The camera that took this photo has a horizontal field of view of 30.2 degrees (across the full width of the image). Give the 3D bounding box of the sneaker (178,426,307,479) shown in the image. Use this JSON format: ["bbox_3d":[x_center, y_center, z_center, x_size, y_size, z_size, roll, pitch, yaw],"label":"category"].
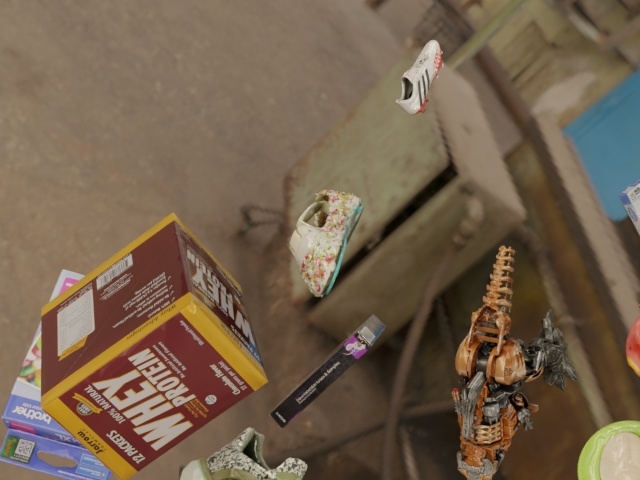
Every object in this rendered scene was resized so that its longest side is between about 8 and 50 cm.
[{"bbox_3d":[-0.083,0.440,1.938,0.158,0.182,0.410,42,-1,-43],"label":"sneaker"}]

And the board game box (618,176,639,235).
[{"bbox_3d":[0.457,-0.048,1.606,0.090,0.020,0.090,-36,103,-24],"label":"board game box"}]

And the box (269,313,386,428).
[{"bbox_3d":[0.010,0.165,1.515,0.029,0.162,0.116,46,13,3],"label":"box"}]

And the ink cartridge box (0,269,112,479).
[{"bbox_3d":[-0.365,0.211,1.832,0.185,0.065,0.311,15,65,3],"label":"ink cartridge box"}]

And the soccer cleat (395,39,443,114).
[{"bbox_3d":[0.102,-0.171,1.224,0.035,0.083,0.029,24,-8,-38],"label":"soccer cleat"}]

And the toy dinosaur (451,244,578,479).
[{"bbox_3d":[0.261,0.179,1.687,0.164,0.322,0.218,31,22,24],"label":"toy dinosaur"}]

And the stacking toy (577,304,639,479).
[{"bbox_3d":[0.449,0.234,1.423,0.309,0.279,0.130,36,-8,44],"label":"stacking toy"}]

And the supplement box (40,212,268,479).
[{"bbox_3d":[-0.182,0.109,1.258,0.129,0.191,0.194,51,8,-30],"label":"supplement box"}]

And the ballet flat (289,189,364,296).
[{"bbox_3d":[0.000,0.000,1.576,0.077,0.091,0.241,24,25,0],"label":"ballet flat"}]
